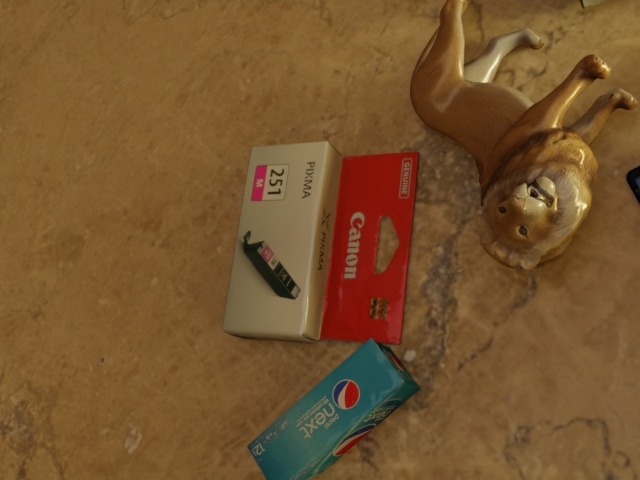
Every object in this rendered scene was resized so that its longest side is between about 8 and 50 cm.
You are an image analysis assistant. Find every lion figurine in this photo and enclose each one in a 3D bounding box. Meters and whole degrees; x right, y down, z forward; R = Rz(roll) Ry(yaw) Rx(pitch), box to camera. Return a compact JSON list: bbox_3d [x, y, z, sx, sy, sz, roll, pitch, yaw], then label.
[{"bbox_3d":[0.214,-0.151,0.930,0.240,0.142,0.392,-48,44,13],"label":"lion figurine"}]

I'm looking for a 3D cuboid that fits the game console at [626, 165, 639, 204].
[{"bbox_3d":[0.410,-0.059,0.820,0.071,0.107,0.122,-14,64,-9],"label":"game console"}]

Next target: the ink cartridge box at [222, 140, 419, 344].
[{"bbox_3d":[0.000,0.000,1.011,0.239,0.060,0.275,-1,72,28],"label":"ink cartridge box"}]

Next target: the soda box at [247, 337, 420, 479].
[{"bbox_3d":[0.016,0.218,0.921,0.210,0.067,0.071,-43,60,8],"label":"soda box"}]

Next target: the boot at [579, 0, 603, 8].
[{"bbox_3d":[0.412,-0.406,0.946,0.208,0.076,0.189,-16,64,28],"label":"boot"}]
